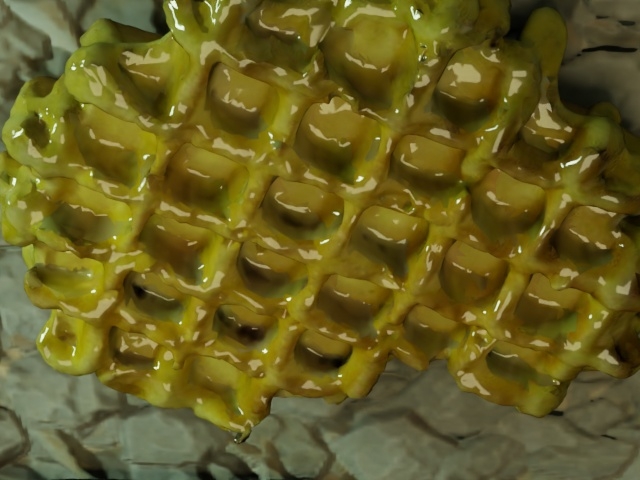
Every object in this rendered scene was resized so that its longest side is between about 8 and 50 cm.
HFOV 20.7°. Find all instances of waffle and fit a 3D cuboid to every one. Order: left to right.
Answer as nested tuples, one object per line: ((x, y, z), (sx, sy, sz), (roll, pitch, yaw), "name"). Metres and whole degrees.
((0.000, -0.001, 0.686), (0.253, 0.056, 0.249), (-27, 122, 23), "waffle")

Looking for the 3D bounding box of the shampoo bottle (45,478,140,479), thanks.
((-0.059, 0.237, 0.880), (0.153, 0.071, 0.284), (0, 128, 8), "shampoo bottle")
